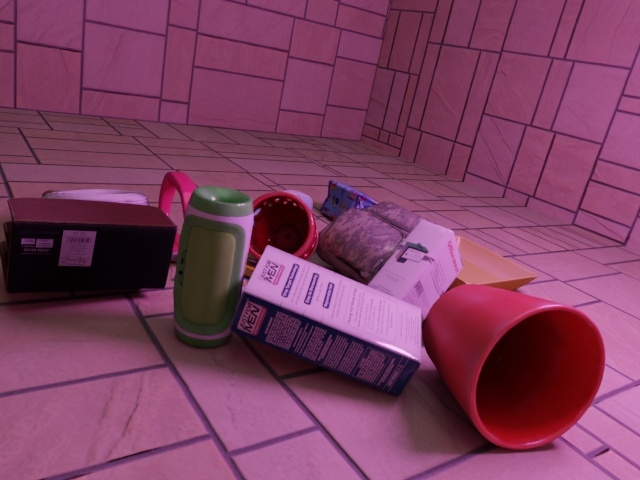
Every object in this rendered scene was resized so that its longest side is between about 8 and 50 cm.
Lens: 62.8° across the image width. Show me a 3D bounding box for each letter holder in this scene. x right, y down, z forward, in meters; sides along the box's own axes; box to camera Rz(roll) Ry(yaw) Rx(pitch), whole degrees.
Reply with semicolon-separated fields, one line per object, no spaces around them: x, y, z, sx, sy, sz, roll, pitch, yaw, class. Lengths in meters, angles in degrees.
-0.493;-0.011;1.107;0.302;0.151;0.214;2;25;-36;letter holder

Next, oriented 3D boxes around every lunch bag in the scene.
0.160;0.038;1.433;0.256;0.212;0.305;-18;31;-26;lunch bag
0.186;-0.114;1.999;0.293;0.138;0.221;11;14;-32;lunch bag

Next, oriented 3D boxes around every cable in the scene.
-0.556;-0.079;1.312;0.257;0.089;0.257;8;10;42;cable

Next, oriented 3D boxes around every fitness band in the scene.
-0.375;-0.067;1.379;0.054;0.208;0.291;-1;23;-29;fitness band

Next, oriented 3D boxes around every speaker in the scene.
-0.208;0.052;1.010;0.131;0.296;0.131;11;19;-4;speaker

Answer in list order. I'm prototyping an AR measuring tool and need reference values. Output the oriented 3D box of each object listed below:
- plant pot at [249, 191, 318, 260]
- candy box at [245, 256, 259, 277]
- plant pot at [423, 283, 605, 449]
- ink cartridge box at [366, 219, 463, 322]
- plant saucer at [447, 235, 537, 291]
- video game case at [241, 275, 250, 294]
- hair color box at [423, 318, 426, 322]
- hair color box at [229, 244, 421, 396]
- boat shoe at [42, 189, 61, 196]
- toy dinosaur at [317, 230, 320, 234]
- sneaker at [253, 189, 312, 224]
-0.102;-0.019;1.403;0.191;0.191;0.174;15;-9;8;plant pot
-0.151;0.080;1.351;0.206;0.027;0.105;20;7;22;candy box
0.337;0.209;0.993;0.275;0.274;0.243;5;11;-19;plant pot
0.226;0.085;1.226;0.093;0.160;0.219;27;67;38;ink cartridge box
0.436;0.084;1.631;0.333;0.080;0.333;-3;24;-35;plant saucer
-0.250;0.097;1.288;0.167;0.015;0.119;16;20;12;video game case
0.301;0.200;1.266;0.093;0.053;0.167;14;18;3;hair color box
0.019;0.153;1.028;0.348;0.105;0.174;23;30;-2;hair color box
-0.736;-0.089;1.454;0.190;0.068;0.072;26;35;35;boat shoe
0.000;0.000;1.605;0.269;0.063;0.118;9;-21;3;toy dinosaur
-0.134;-0.057;1.634;0.150;0.135;0.366;28;36;36;sneaker
